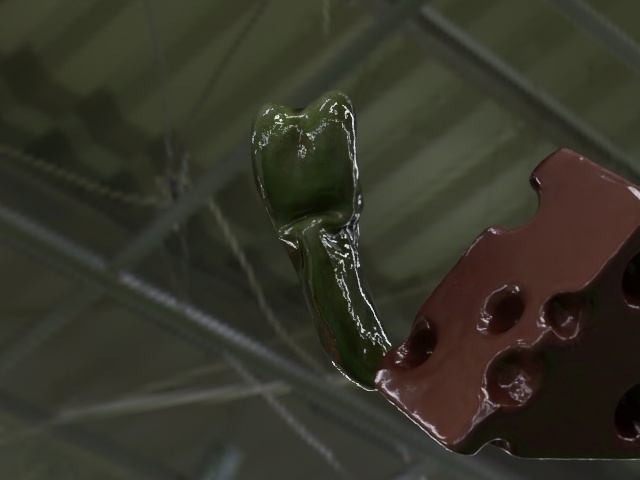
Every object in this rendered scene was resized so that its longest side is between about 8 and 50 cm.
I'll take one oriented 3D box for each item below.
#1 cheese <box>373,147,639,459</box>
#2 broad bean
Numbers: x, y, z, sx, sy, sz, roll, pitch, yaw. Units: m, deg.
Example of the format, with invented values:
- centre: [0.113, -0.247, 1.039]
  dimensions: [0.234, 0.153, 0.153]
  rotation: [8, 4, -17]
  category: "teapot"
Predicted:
- centre: [0.160, 0.037, 1.278]
  dimensions: [0.203, 0.128, 0.177]
  rotation: [4, -73, -27]
  category: "cheese"
- centre: [0.003, 0.000, 1.358]
  dimensions: [0.072, 0.153, 0.206]
  rotation: [-9, -76, 6]
  category: "broad bean"
